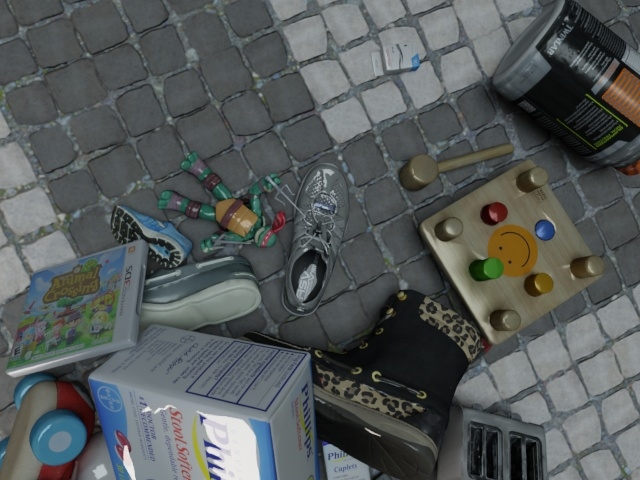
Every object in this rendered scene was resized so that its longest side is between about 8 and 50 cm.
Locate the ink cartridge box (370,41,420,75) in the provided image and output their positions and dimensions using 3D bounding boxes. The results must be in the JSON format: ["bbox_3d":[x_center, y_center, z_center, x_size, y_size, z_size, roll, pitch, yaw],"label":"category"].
[{"bbox_3d":[0.142,-0.343,1.035,0.083,0.028,0.048,-11,90,-8],"label":"ink cartridge box"}]

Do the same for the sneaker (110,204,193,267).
[{"bbox_3d":[-0.294,-0.011,0.956,0.162,0.073,0.063,32,117,9],"label":"sneaker"}]

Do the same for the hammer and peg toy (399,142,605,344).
[{"bbox_3d":[0.319,-0.032,0.984,0.266,0.127,0.361,-29,86,-10],"label":"hammer and peg toy"}]

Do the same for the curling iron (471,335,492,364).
[{"bbox_3d":[0.292,0.193,1.038,0.068,0.035,0.274,45,83,0],"label":"curling iron"}]

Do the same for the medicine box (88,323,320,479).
[{"bbox_3d":[-0.160,0.291,0.815,0.289,0.149,0.263,6,115,22],"label":"medicine box"}]

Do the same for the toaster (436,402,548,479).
[{"bbox_3d":[0.295,0.392,0.963,0.168,0.110,0.185,16,57,-6],"label":"toaster"}]

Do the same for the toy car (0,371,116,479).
[{"bbox_3d":[-0.373,0.342,0.888,0.238,0.219,0.210,20,84,-36],"label":"toy car"}]

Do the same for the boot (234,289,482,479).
[{"bbox_3d":[0.067,0.197,0.929,0.378,0.138,0.284,20,44,28],"label":"boot"}]

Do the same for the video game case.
[{"bbox_3d":[-0.379,0.102,0.867,0.213,0.023,0.193,-16,50,10],"label":"video game case"}]

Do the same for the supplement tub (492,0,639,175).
[{"bbox_3d":[0.494,-0.270,1.000,0.316,0.193,0.193,36,84,-6],"label":"supplement tub"}]

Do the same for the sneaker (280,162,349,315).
[{"bbox_3d":[0.000,0.000,0.962,0.105,0.115,0.281,9,87,-8],"label":"sneaker"}]

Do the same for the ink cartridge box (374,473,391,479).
[{"bbox_3d":[0.087,0.527,0.972,0.175,0.072,0.127,-34,103,-8],"label":"ink cartridge box"}]

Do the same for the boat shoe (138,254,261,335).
[{"bbox_3d":[-0.264,0.102,0.950,0.320,0.116,0.099,-14,47,-1],"label":"boat shoe"}]

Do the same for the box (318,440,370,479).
[{"bbox_3d":[0.040,0.381,0.951,0.072,0.126,0.137,-10,90,-6],"label":"box"}]

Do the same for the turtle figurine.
[{"bbox_3d":[-0.152,-0.045,0.943,0.234,0.118,0.175,31,69,9],"label":"turtle figurine"}]
